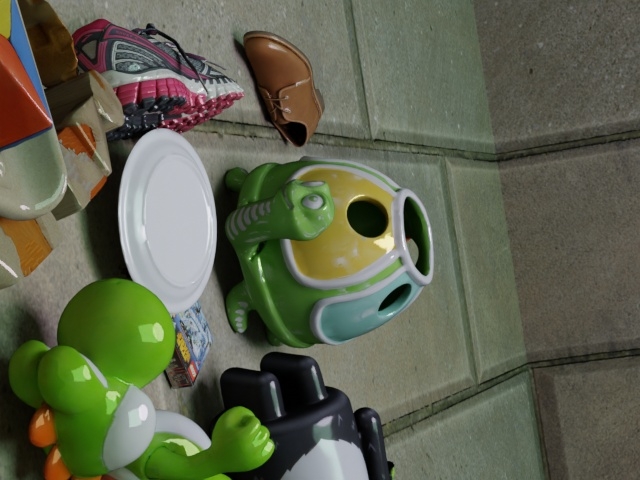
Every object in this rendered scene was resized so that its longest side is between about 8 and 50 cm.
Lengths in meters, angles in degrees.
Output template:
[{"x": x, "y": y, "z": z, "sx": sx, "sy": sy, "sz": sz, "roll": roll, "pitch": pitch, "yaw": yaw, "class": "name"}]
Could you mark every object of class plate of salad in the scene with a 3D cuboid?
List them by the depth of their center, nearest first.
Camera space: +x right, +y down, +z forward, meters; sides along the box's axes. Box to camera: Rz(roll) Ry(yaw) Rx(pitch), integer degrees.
[{"x": -0.170, "y": -0.020, "z": 1.849, "sx": 0.200, "sy": 0.048, "sz": 0.200, "roll": 11, "pitch": 77, "yaw": -63, "class": "plate of salad"}]

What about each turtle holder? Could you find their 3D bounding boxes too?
[{"x": 0.004, "y": -0.010, "z": 2.132, "sx": 0.243, "sy": 0.227, "sz": 0.320, "roll": -80, "pitch": 154, "yaw": -42, "class": "turtle holder"}]

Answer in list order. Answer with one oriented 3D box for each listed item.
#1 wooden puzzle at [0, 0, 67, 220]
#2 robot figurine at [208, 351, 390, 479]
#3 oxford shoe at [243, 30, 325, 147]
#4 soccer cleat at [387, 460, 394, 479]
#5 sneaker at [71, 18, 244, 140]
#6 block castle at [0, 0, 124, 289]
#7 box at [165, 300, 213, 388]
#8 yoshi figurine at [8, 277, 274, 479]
[{"x": -0.270, "y": -0.192, "z": 1.040, "sx": 0.348, "sy": 0.080, "sz": 0.322, "roll": 20, "pitch": 49, "yaw": -68, "class": "wooden puzzle"}, {"x": -0.029, "y": 0.272, "z": 1.984, "sx": 0.173, "sy": 0.209, "sz": 0.278, "roll": -69, "pitch": 147, "yaw": -79, "class": "robot figurine"}, {"x": -0.050, "y": -0.202, "z": 2.313, "sx": 0.212, "sy": 0.076, "sz": 0.076, "roll": 56, "pitch": 42, "yaw": -50, "class": "oxford shoe"}, {"x": 0.075, "y": 0.345, "z": 2.412, "sx": 0.060, "sy": 0.072, "sz": 0.179, "roll": -73, "pitch": 149, "yaw": -52, "class": "soccer cleat"}, {"x": -0.173, "y": -0.179, "z": 1.876, "sx": 0.112, "sy": 0.121, "sz": 0.299, "roll": 63, "pitch": 12, "yaw": 7, "class": "sneaker"}, {"x": -0.336, "y": -0.103, "z": 1.237, "sx": 0.303, "sy": 0.213, "sz": 0.453, "roll": 63, "pitch": 17, "yaw": -15, "class": "block castle"}, {"x": -0.163, "y": 0.083, "z": 1.913, "sx": 0.094, "sy": 0.027, "sz": 0.137, "roll": -69, "pitch": 145, "yaw": -57, "class": "box"}, {"x": -0.160, "y": 0.166, "z": 1.669, "sx": 0.362, "sy": 0.203, "sz": 0.203, "roll": 54, "pitch": 16, "yaw": -49, "class": "yoshi figurine"}]
